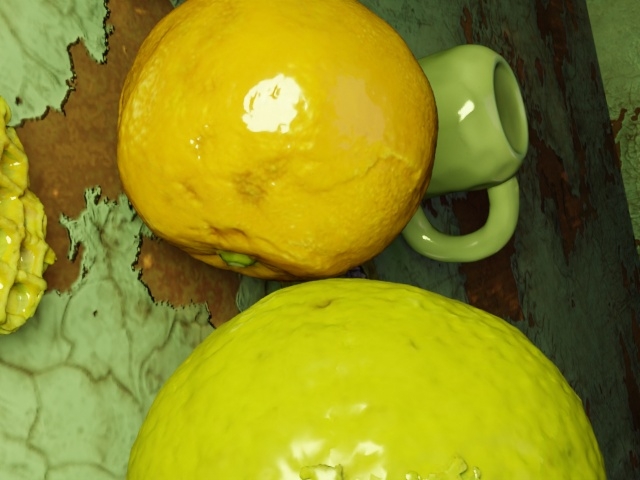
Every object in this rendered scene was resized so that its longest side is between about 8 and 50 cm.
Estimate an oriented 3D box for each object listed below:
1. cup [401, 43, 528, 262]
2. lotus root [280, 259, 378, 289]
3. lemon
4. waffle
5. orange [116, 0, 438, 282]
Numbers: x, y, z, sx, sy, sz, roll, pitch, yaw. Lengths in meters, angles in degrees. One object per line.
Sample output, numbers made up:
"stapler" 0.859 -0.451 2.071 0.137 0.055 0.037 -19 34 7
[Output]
"cup" 0.143 -0.098 1.124 0.173 0.202 0.255 -1 81 -61
"lotus root" 0.000 0.000 0.949 0.110 0.097 0.258 19 56 -66
"lemon" 0.033 0.191 0.681 0.387 0.350 0.349 -83 149 -56
"waffle" -0.236 -0.024 0.577 0.149 0.051 0.194 -20 98 -63
"orange" -0.033 -0.086 0.751 0.261 0.261 0.261 30 55 -54
